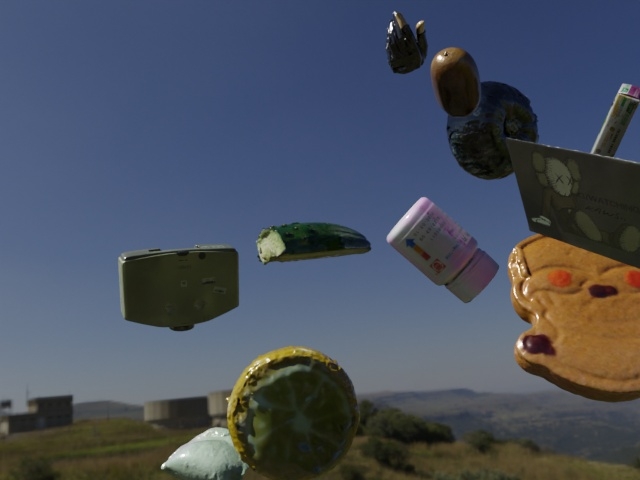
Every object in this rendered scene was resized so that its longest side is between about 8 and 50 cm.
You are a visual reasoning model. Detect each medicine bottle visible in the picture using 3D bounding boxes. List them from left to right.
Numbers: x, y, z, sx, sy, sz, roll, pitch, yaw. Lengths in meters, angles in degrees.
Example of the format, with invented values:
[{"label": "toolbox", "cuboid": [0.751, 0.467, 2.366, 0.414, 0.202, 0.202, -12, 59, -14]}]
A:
[{"label": "medicine bottle", "cuboid": [0.300, 0.025, 1.549, 0.152, 0.254, 0.152, -50, -2, -2]}]

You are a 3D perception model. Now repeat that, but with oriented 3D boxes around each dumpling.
[{"label": "dumpling", "cuboid": [-0.264, 0.522, 1.491, 0.217, 0.104, 0.149, 2, 10, 16]}]

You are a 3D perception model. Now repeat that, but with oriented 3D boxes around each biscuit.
[{"label": "biscuit", "cuboid": [0.575, 0.122, 1.316, 0.350, 0.455, 0.078, 4, -42, 5]}]

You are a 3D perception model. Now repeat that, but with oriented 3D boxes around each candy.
[{"label": "candy", "cuboid": [-0.051, 0.330, 1.214, 0.260, 0.259, 0.118, -4, -5, -8]}]

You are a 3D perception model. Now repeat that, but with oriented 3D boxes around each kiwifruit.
[{"label": "kiwifruit", "cuboid": [0.212, -0.247, 0.990, 0.075, 0.075, 0.124, -11, -39, 20]}]

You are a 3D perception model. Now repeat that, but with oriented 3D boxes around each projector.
[{"label": "projector", "cuboid": [-0.327, 0.110, 1.477, 0.270, 0.193, 0.088, -5, 13, -24]}]

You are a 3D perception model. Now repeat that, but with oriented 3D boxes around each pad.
[{"label": "pad", "cuboid": [0.269, -0.035, 0.635, 0.004, 0.127, 0.190, -35, 30, -17]}]

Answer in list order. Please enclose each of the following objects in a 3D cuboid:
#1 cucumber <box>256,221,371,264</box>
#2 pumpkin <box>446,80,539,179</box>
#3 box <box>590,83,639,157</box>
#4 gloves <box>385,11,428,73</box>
[{"label": "cucumber", "cuboid": [0.001, -0.002, 1.693, 0.326, 0.105, 0.145, -2, -13, -33]}, {"label": "pumpkin", "cuboid": [0.406, -0.261, 1.498, 0.233, 0.232, 0.163, 3, -3, -31]}, {"label": "box", "cuboid": [0.514, -0.176, 1.130, 0.041, 0.050, 0.207, 26, -46, 20]}, {"label": "gloves", "cuboid": [0.253, -0.606, 1.923, 0.129, 0.106, 0.180, 5, -30, 30]}]
